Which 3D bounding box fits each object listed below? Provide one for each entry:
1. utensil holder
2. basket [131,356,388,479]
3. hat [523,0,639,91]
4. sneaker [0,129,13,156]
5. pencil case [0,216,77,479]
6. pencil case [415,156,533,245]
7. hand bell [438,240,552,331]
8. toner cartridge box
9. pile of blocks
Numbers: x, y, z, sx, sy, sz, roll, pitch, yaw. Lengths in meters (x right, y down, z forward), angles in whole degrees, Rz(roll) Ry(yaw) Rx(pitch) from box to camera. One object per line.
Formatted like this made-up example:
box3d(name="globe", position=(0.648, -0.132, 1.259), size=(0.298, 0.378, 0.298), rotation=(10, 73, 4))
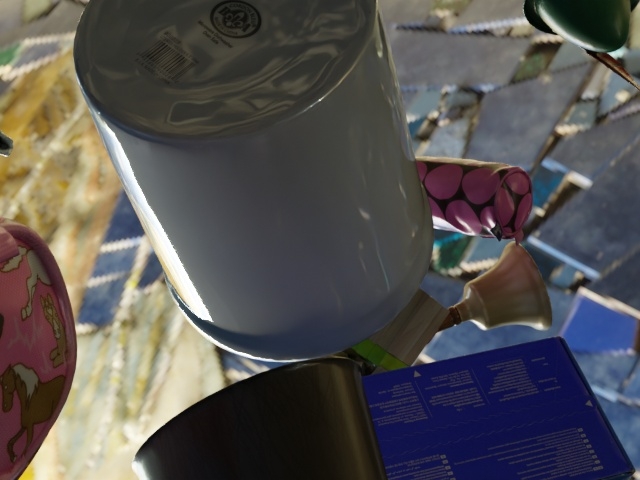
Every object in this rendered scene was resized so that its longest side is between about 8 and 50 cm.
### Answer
box3d(name="utensil holder", position=(-0.058, -0.105, 1.389), size=(0.327, 0.328, 0.385), rotation=(21, 152, 24))
box3d(name="basket", position=(-0.016, 0.224, 0.864), size=(0.204, 0.154, 0.227), rotation=(-43, 59, 44))
box3d(name="hat", position=(0.420, -0.293, 1.943), size=(0.208, 0.184, 0.173), rotation=(-2, 152, -6))
box3d(name="sneaker", position=(-0.413, -0.139, 1.521), size=(0.061, 0.054, 0.152), rotation=(17, 172, 22))
box3d(name="pencil case", position=(-0.331, 0.057, 0.794), size=(0.386, 0.160, 0.167), rotation=(3, 143, 29))
box3d(name="pencil case", position=(0.160, -0.052, 1.622), size=(0.209, 0.095, 0.098), rotation=(12, 135, 40))
box3d(name="hand bell", position=(0.165, 0.103, 1.685), size=(0.126, 0.242, 0.126), rotation=(158, 90, -81))
box3d(name="toner cartridge box", position=(0.110, 0.206, 1.242), size=(0.075, 0.347, 0.165), rotation=(110, 145, -50))
box3d(name="pile of blocks", position=(0.058, 0.211, 1.539), size=(0.149, 0.362, 0.112), rotation=(4, 160, 36))
